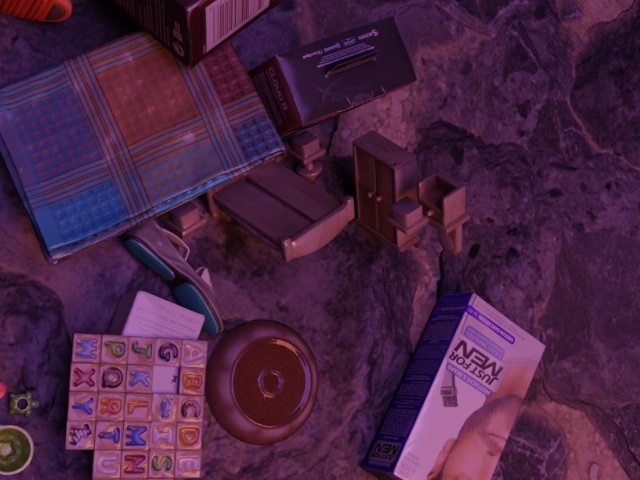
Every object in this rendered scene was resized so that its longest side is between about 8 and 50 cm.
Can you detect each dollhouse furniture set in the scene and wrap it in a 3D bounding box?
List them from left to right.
[{"bbox_3d":[0.000,0.000,1.622,0.355,0.303,0.174,-32,137,-27],"label":"dollhouse furniture set"}]

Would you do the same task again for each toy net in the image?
[{"bbox_3d":[-0.498,0.238,1.419,0.232,0.045,0.122,18,76,-26],"label":"toy net"}]

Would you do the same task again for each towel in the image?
[{"bbox_3d":[-0.269,-0.161,1.491,0.370,0.040,0.271,-25,79,-7],"label":"towel"}]

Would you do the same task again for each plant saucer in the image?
[{"bbox_3d":[-0.082,0.223,1.654,0.198,0.036,0.198,4,81,-29],"label":"plant saucer"}]

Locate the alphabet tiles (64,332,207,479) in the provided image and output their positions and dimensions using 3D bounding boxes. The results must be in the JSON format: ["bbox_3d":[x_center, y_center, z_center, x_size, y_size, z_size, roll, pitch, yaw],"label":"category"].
[{"bbox_3d":[-0.258,0.254,1.477,0.198,0.009,0.237,6,81,-27],"label":"alphabet tiles"}]

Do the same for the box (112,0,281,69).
[{"bbox_3d":[-0.246,-0.443,1.493,0.381,0.143,0.191,41,65,16],"label":"box"}]

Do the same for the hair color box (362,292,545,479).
[{"bbox_3d":[0.230,0.278,1.779,0.185,0.110,0.339,35,71,-22],"label":"hair color box"}]

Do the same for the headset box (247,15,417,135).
[{"bbox_3d":[-0.012,-0.234,1.601,0.218,0.293,0.110,-24,96,-28],"label":"headset box"}]

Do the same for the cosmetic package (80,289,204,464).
[{"bbox_3d":[-0.266,0.199,1.529,0.117,0.085,0.231,24,72,-24],"label":"cosmetic package"}]

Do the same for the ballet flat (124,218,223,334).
[{"bbox_3d":[-0.206,0.048,1.590,0.213,0.072,0.068,49,54,-16],"label":"ballet flat"}]

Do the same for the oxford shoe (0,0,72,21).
[{"bbox_3d":[-0.497,-0.434,1.458,0.364,0.130,0.133,30,65,-23],"label":"oxford shoe"}]
